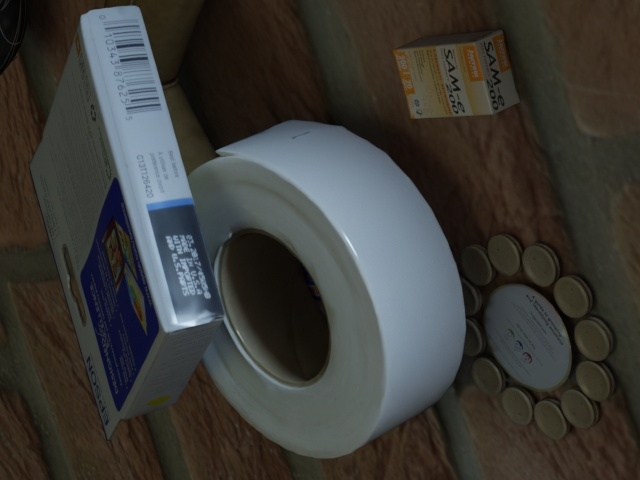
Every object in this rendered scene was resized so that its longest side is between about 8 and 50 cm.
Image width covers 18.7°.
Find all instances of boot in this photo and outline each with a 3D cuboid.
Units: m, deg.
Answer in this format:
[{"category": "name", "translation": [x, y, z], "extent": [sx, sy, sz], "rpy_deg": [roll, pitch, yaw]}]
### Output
[{"category": "boot", "translation": [-0.138, -0.181, 1.814], "extent": [0.236, 0.089, 0.269], "rpy_deg": [48, 139, 21]}]

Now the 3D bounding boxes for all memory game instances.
[{"category": "memory game", "translation": [0.176, 0.080, 1.642], "extent": [0.186, 0.012, 0.186], "rpy_deg": [28, 130, 39]}]

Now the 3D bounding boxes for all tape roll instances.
[{"category": "tape roll", "translation": [-0.008, 0.042, 1.701], "extent": [0.286, 0.100, 0.286], "rpy_deg": [28, 130, 39]}]

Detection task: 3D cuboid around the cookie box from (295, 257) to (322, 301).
[{"category": "cookie box", "translation": [0.000, 0.000, 1.786], "extent": [0.092, 0.040, 0.107], "rpy_deg": [14, 120, 46]}]

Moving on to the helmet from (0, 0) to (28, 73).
[{"category": "helmet", "translation": [-0.380, -0.244, 2.010], "extent": [0.161, 0.169, 0.169], "rpy_deg": [46, 143, 49]}]

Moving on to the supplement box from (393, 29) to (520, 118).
[{"category": "supplement box", "translation": [0.110, -0.134, 1.579], "extent": [0.098, 0.036, 0.062], "rpy_deg": [0, 111, 50]}]

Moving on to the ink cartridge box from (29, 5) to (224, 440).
[{"category": "ink cartridge box", "translation": [-0.181, -0.007, 1.774], "extent": [0.307, 0.072, 0.303], "rpy_deg": [122, 134, -64]}]
